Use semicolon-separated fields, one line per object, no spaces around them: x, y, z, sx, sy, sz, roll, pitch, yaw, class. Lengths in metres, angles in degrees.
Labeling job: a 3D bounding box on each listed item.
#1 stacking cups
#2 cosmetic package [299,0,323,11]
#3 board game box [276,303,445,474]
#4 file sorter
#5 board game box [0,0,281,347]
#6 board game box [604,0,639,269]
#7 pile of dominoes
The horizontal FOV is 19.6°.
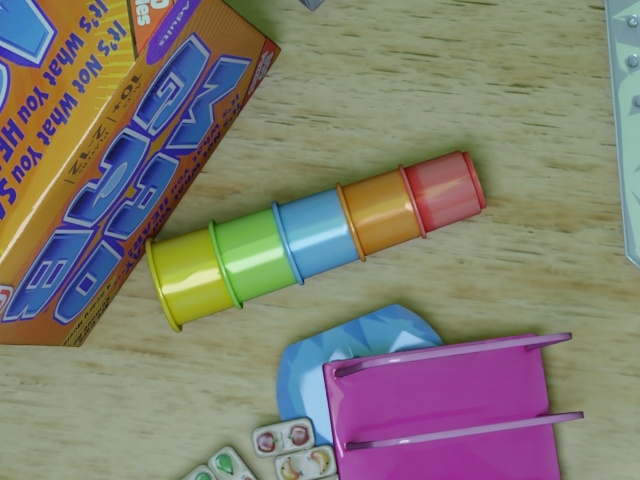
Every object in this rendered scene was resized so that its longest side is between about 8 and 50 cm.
0.000;0.000;1.742;0.316;0.096;0.096;-16;80;2;stacking cups
-0.065;-0.341;1.775;0.238;0.127;0.107;41;88;9;cosmetic package
0.045;0.141;1.742;0.169;0.033;0.133;-22;86;6;board game box
0.132;0.232;1.611;0.202;0.182;0.290;-7;84;-9;file sorter
-0.307;-0.149;1.648;0.356;0.356;0.356;35;93;11;board game box
0.464;-0.176;1.722;0.390;0.050;0.390;-4;82;6;board game box
-0.027;0.297;1.709;0.196;0.040;0.251;-39;85;4;pile of dominoes
